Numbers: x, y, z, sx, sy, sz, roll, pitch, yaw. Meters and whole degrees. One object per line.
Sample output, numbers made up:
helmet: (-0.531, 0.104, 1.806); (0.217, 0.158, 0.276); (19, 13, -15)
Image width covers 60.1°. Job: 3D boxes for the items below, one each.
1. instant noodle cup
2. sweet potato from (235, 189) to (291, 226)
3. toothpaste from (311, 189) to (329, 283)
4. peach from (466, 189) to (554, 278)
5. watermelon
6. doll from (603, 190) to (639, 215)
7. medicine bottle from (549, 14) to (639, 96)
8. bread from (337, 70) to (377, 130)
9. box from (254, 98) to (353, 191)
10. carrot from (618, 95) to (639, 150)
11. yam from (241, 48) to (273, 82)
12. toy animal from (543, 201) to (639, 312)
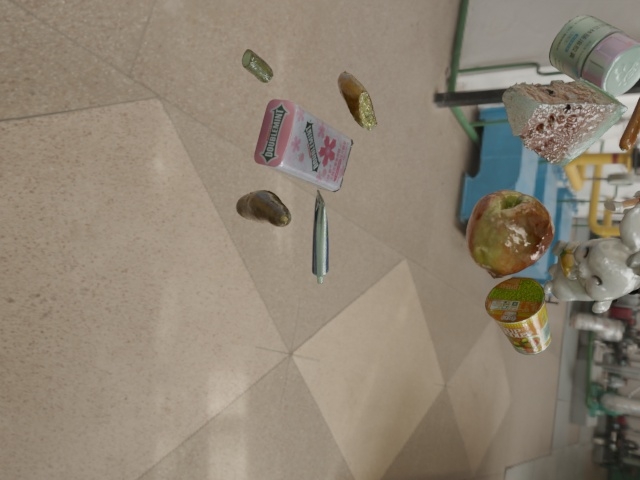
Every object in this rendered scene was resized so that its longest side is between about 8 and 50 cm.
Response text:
instant noodle cup: (0.574, 0.223, 1.569); (0.185, 0.169, 0.168); (57, 48, -34)
sweet potato: (-0.110, -0.069, 1.167); (0.077, 0.244, 0.077); (-4, 98, -29)
toothpaste: (0.000, 0.000, 1.071); (0.057, 0.035, 0.197); (-111, -161, -60)
peach: (0.518, -0.006, 1.546); (0.232, 0.233, 0.256); (-42, 138, -46)
watermelon: (0.415, -0.222, 0.997); (0.241, 0.094, 0.154); (3, 130, -37)
doll: (0.887, -0.118, 1.453); (0.085, 0.217, 0.183); (61, 8, -14)
medicine bottle: (0.613, -0.407, 1.223); (0.135, 0.168, 0.135); (-18, 137, -17)
bread: (0.087, -0.330, 1.292); (0.154, 0.054, 0.136); (57, -1, -6)
box: (-0.036, -0.268, 1.637); (0.370, 0.112, 0.190); (11, 95, -60)
carrot: (0.972, -0.388, 1.690); (0.043, 0.043, 0.247); (21, 91, -55)
yam: (-0.145, -0.395, 1.257); (0.094, 0.043, 0.043); (21, 76, -60)
toy animal: (0.660, 0.056, 1.297); (0.154, 0.325, 0.208); (15, 55, -12)
